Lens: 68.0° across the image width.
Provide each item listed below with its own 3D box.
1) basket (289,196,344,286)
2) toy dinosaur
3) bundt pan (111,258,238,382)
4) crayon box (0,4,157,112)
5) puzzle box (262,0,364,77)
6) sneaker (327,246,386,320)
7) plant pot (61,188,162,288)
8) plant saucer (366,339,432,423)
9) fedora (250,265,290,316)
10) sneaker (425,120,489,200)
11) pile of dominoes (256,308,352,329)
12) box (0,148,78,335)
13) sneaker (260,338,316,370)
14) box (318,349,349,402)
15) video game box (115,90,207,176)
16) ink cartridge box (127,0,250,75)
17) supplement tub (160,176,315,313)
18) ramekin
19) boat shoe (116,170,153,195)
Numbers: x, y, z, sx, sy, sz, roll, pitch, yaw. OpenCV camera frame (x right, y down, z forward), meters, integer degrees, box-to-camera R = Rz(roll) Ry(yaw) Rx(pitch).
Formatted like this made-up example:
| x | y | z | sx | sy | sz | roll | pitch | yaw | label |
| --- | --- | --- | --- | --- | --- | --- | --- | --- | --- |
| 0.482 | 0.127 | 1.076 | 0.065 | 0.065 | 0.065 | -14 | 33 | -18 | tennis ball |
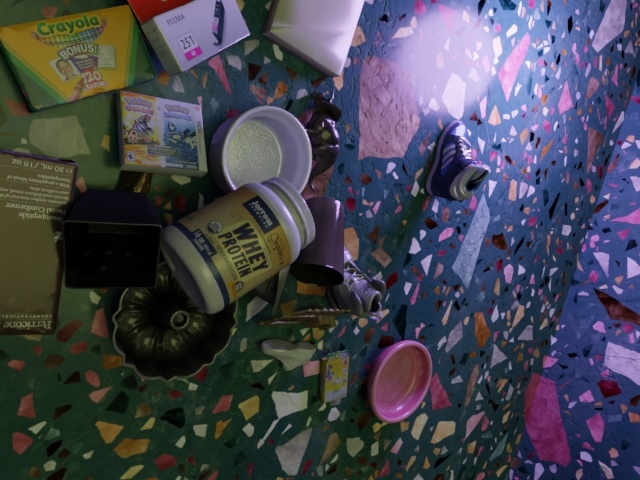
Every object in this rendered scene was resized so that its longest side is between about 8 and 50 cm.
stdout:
| x | y | z | sx | sy | sz | roll | pitch | yaw | label |
| --- | --- | --- | --- | --- | --- | --- | --- | --- | --- |
| 0.000 | 0.000 | 1.399 | 0.204 | 0.154 | 0.226 | 58 | 34 | -61 | basket |
| 0.004 | -0.300 | 1.446 | 0.161 | 0.121 | 0.313 | -11 | 103 | -21 | toy dinosaur |
| -0.391 | 0.194 | 1.249 | 0.331 | 0.124 | 0.330 | -9 | 104 | -36 | bundt pan |
| -0.530 | -0.401 | 1.046 | 0.279 | 0.081 | 0.165 | -29 | 115 | -29 | crayon box |
| 0.008 | -0.731 | 1.400 | 0.272 | 0.052 | 0.408 | 19 | 88 | -37 | puzzle box |
| 0.092 | 0.103 | 1.537 | 0.137 | 0.210 | 0.365 | -34 | 118 | -27 | sneaker |
| -0.462 | -0.016 | 1.067 | 0.188 | 0.167 | 0.187 | 3 | 129 | -22 | plant pot |
| 0.300 | 0.545 | 1.867 | 0.332 | 0.084 | 0.331 | -9 | 106 | -35 | plant saucer |
| -0.158 | 0.078 | 1.369 | 0.125 | 0.275 | 0.243 | 14 | 47 | -6 | fedora |
| 0.548 | -0.298 | 1.778 | 0.130 | 0.236 | 0.322 | 27 | 84 | -38 | sneaker |
| -0.041 | 0.251 | 1.458 | 0.251 | 0.196 | 0.040 | 11 | 63 | -51 | pile of dominoes |
| -0.652 | 0.002 | 1.006 | 0.191 | 0.143 | 0.381 | 6 | 98 | -38 | box |
| -0.110 | 0.377 | 1.535 | 0.212 | 0.080 | 0.094 | 17 | 101 | -39 | sneaker |
| 0.047 | 0.477 | 1.689 | 0.105 | 0.043 | 0.179 | -3 | 104 | -36 | box |
| -0.387 | -0.257 | 1.166 | 0.205 | 0.048 | 0.186 | 0 | 74 | -37 | video game box |
| -0.318 | -0.562 | 1.139 | 0.275 | 0.060 | 0.238 | -51 | 127 | -39 | ink cartridge box |
| -0.192 | 0.001 | 1.135 | 0.316 | 0.228 | 0.228 | -34 | 118 | -26 | supplement tub |
| -0.173 | -0.228 | 1.317 | 0.277 | 0.135 | 0.277 | -9 | 105 | -36 | ramekin |
| -0.455 | -0.141 | 1.179 | 0.177 | 0.064 | 0.060 | -68 | 161 | -9 | boat shoe |
